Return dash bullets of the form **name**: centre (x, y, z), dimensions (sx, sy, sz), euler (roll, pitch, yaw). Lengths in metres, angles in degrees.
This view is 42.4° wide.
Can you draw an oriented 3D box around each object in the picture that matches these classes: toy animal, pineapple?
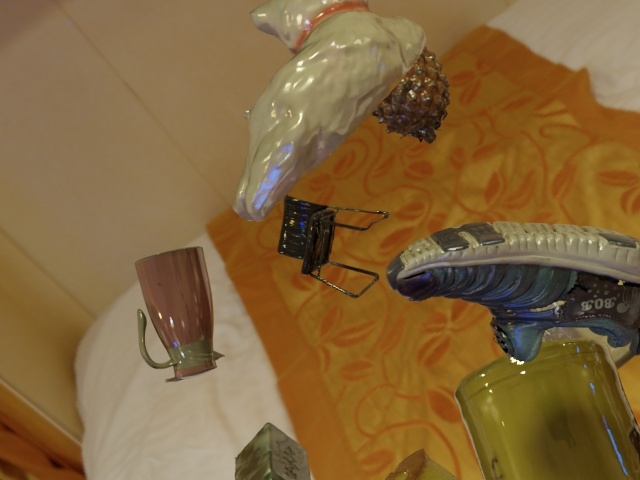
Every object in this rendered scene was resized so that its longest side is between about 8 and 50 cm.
- **toy animal**: centre (-0.027, -0.186, 0.962), dimensions (0.308, 0.188, 0.266), euler (-40, 19, 9)
- **pineapple**: centre (0.170, -0.271, 1.569), dimensions (0.166, 0.193, 0.166), euler (-24, -6, -3)

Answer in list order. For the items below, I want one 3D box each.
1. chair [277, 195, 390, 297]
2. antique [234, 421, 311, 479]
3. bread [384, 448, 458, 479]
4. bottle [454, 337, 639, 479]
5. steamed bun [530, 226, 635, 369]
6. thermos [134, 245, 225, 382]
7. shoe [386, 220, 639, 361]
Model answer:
- **chair**: centre (0.000, 0.000, 1.556), dimensions (0.221, 0.140, 0.145), euler (15, 17, 20)
- **antique**: centre (-0.072, 0.365, 1.251), dimensions (0.086, 0.088, 0.183), euler (-49, 12, 6)
- **bread**: centre (0.167, 0.559, 1.669), dimensions (0.269, 0.148, 0.270), euler (-54, -9, -13)
- **bottle**: centre (0.266, 0.287, 0.814), dimensions (0.172, 0.171, 0.351), euler (-26, 63, 20)
- **steamed bun**: centre (0.467, 0.113, 1.478), dimensions (0.200, 0.250, 0.155), euler (-38, 6, -20)
- **thermos**: centre (-0.300, 0.158, 1.720), dimensions (0.177, 0.264, 0.146), euler (-9, -7, -30)
- **shoe**: centre (0.152, 0.040, 0.622), dimensions (0.207, 0.106, 0.091), euler (6, 9, 2)
